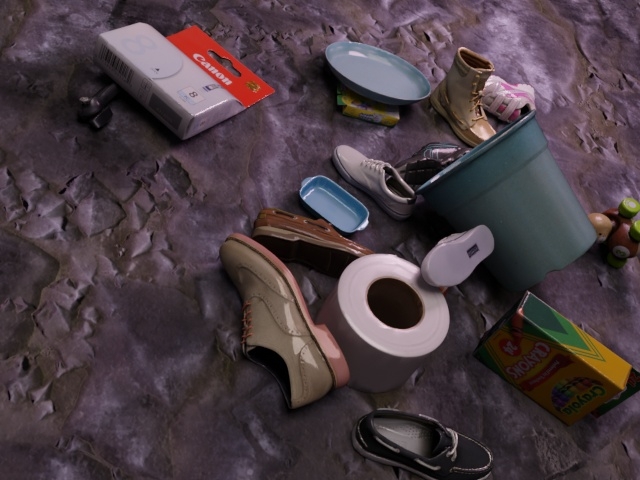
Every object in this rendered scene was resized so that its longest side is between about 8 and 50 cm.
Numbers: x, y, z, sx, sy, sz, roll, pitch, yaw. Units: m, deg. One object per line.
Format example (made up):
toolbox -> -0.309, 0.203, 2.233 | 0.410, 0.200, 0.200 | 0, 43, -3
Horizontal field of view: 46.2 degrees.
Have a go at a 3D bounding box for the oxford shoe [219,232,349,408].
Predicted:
oxford shoe -> -0.107, 0.153, 1.506 | 0.147, 0.140, 0.397 | -27, 65, -27

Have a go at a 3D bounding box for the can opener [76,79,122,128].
can opener -> -0.512, -0.336, 1.772 | 0.059, 0.073, 0.186 | -4, 41, 23

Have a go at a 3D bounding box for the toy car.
toy car -> 0.747, -0.017, 2.002 | 0.189, 0.155, 0.148 | -2, 55, -13

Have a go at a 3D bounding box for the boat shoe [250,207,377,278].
boat shoe -> 0.000, 0.000, 1.684 | 0.307, 0.110, 0.104 | 19, 50, -9

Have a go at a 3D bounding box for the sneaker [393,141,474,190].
sneaker -> 0.291, -0.202, 1.997 | 0.268, 0.101, 0.106 | -13, 38, -30

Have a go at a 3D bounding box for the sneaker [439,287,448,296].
sneaker -> 0.293, 0.064, 1.795 | 0.067, 0.064, 0.175 | 25, 45, 10

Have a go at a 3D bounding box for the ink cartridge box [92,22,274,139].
ink cartridge box -> -0.318, -0.434, 1.874 | 0.308, 0.091, 0.385 | 40, 43, 9

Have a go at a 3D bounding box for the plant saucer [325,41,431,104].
plant saucer -> 0.158, -0.467, 2.121 | 0.318, 0.043, 0.317 | 16, 35, -11

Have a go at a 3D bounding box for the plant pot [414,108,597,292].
plant pot -> 0.459, -0.079, 1.793 | 0.341, 0.341, 0.334 | -35, 90, -39

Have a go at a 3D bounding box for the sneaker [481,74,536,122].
sneaker -> 0.552, -0.417, 2.252 | 0.252, 0.103, 0.111 | 2, 52, -21

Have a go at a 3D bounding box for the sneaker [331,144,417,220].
sneaker -> 0.142, -0.165, 1.886 | 0.258, 0.091, 0.094 | 40, 49, 10

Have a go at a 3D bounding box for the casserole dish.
casserole dish -> 0.029, -0.080, 1.809 | 0.188, 0.037, 0.114 | 38, 49, 9

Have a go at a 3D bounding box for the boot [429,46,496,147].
boot -> 0.441, -0.396, 2.118 | 0.095, 0.203, 0.262 | -23, 65, -34

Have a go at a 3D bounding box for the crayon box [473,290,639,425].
crayon box -> 0.520, 0.275, 1.634 | 0.319, 0.202, 0.081 | 36, 49, 7

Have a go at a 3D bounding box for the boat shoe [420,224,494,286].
boat shoe -> 0.281, 0.041, 1.616 | 0.258, 0.084, 0.095 | -20, 92, -46

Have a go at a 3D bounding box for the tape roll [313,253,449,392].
tape roll -> 0.123, 0.173, 1.565 | 0.246, 0.169, 0.246 | 11, 52, -15

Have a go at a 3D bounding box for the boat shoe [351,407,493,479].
boat shoe -> 0.215, 0.405, 1.474 | 0.303, 0.091, 0.114 | 12, 51, -14

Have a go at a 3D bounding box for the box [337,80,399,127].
box -> 0.127, -0.380, 2.081 | 0.179, 0.043, 0.105 | 14, 50, -16
